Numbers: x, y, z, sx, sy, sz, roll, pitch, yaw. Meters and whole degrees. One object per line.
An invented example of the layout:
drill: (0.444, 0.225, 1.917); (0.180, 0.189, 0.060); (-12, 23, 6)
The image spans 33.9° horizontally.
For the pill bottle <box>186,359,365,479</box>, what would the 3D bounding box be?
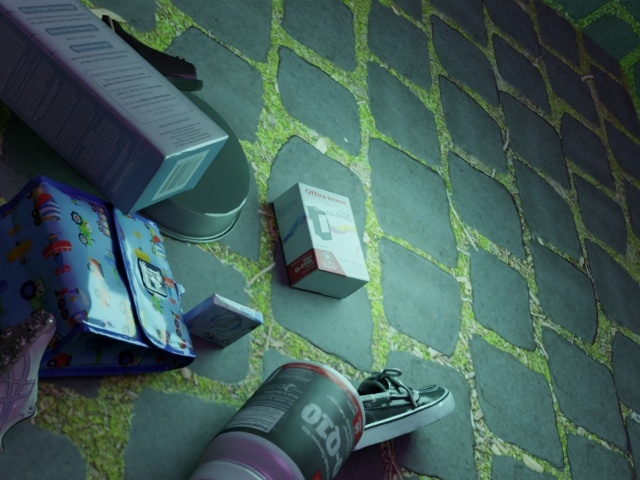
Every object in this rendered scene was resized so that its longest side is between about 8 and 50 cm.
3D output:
pill bottle: (-0.063, 0.295, 1.408); (0.161, 0.161, 0.283); (51, 35, -4)

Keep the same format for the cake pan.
cake pan: (-0.225, -0.135, 1.678); (0.293, 0.054, 0.293); (30, 41, -31)

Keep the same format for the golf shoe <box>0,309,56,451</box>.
golf shoe: (-0.356, 0.166, 1.224); (0.086, 0.069, 0.176); (44, 76, -32)

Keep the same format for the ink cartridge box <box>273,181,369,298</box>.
ink cartridge box: (0.000, 0.000, 1.805); (0.127, 0.072, 0.175); (14, 51, -41)

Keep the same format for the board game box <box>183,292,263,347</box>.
board game box: (-0.146, 0.117, 1.524); (0.090, 0.090, 0.020); (26, 46, -34)

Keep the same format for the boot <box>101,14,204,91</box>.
boot: (-0.276, -0.289, 1.673); (0.137, 0.077, 0.198); (-2, 44, -24)

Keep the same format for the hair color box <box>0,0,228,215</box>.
hair color box: (-0.332, -0.215, 1.481); (0.374, 0.114, 0.185); (43, 26, 8)

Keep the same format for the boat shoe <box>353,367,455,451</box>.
boat shoe: (0.100, 0.258, 1.672); (0.306, 0.113, 0.105); (-10, 83, -42)

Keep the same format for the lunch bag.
lunch bag: (-0.287, 0.064, 1.405); (0.293, 0.138, 0.221); (16, 47, -57)
